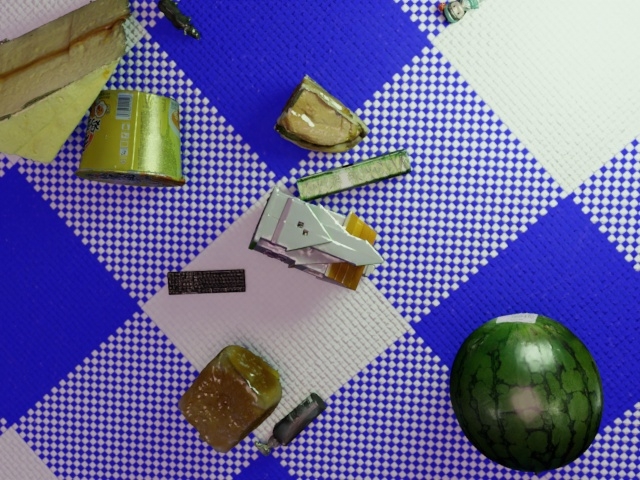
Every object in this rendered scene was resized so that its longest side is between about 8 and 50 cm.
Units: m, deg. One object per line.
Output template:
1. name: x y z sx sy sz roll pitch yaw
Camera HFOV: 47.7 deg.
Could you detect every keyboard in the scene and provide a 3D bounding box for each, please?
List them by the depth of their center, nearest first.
1. keyboard: -0.294 0.107 1.863 0.205 0.013 0.061 -2 95 6

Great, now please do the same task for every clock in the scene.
1. clock: 0.000 0.000 1.720 0.310 0.235 0.166 23 82 -6

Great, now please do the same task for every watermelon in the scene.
1. watermelon: 0.464 0.349 1.649 0.364 0.363 0.363 1 95 6

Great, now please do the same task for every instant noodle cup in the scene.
1. instant noodle cup: -0.451 -0.241 1.739 0.265 0.264 0.200 2 87 6

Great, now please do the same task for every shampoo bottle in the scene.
1. shampoo bottle: -0.079 0.474 1.853 0.208 0.057 0.063 -43 90 8

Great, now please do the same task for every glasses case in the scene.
1. glasses case: 0.082 -0.160 1.757 0.272 0.095 0.062 -16 89 7

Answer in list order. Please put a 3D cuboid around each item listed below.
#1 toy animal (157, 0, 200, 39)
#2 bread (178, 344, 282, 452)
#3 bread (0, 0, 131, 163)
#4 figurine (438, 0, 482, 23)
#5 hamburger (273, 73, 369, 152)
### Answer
1. toy animal: -0.346 -0.542 1.782 0.047 0.065 0.135 -41 91 9
2. bread: -0.220 0.390 1.805 0.195 0.176 0.246 46 113 11
3. bread: -0.626 -0.422 1.676 0.242 0.345 0.405 26 111 -42
4. figurine: 0.336 -0.560 1.715 0.106 0.047 0.060 -31 100 6
5. hamburger: 0.006 -0.285 1.753 0.208 0.135 0.155 27 114 -11
